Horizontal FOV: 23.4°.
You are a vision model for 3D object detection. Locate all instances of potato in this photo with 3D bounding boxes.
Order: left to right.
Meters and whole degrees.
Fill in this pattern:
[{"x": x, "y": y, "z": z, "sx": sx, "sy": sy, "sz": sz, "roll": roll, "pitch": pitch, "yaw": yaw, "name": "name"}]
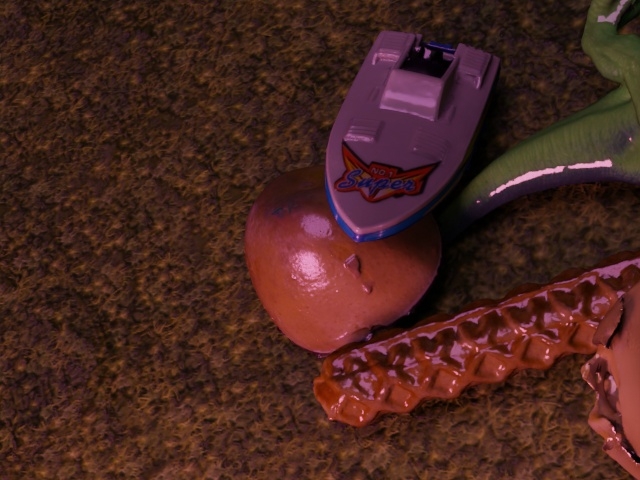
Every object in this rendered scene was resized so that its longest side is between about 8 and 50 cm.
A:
[{"x": 0.000, "y": 0.000, "z": 1.426, "sx": 0.182, "sy": 0.117, "sz": 0.202, "roll": -52, "pitch": 42, "yaw": -4, "name": "potato"}]

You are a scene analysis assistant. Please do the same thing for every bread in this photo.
[{"x": 0.164, "y": 0.080, "z": 1.335, "sx": 0.368, "sy": 0.077, "sz": 0.084, "roll": -20, "pitch": 55, "yaw": 16, "name": "bread"}]

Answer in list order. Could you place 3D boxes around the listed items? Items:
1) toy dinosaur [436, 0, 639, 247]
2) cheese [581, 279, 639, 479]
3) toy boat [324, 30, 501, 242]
[{"x": 0.322, "y": -0.046, "z": 1.309, "sx": 0.500, "sy": 0.144, "sz": 0.374, "roll": -51, "pitch": 44, "yaw": 8, "name": "toy dinosaur"}, {"x": 0.358, "y": 0.099, "z": 1.177, "sx": 0.316, "sy": 0.128, "sz": 0.259, "roll": -11, "pitch": 61, "yaw": 9, "name": "cheese"}, {"x": 0.075, "y": -0.092, "z": 1.405, "sx": 0.129, "sy": 0.088, "sz": 0.295, "roll": 15, "pitch": 42, "yaw": 10, "name": "toy boat"}]
